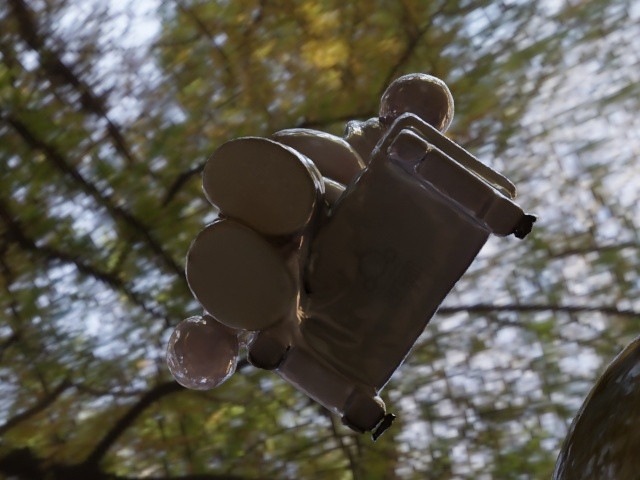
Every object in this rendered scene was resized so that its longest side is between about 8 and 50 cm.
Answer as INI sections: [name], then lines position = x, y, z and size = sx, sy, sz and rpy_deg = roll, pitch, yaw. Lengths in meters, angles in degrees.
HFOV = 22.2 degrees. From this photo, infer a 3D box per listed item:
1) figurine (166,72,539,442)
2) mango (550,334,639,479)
[figurine]
position = 0.011, 0.000, 0.815
size = 0.144, 0.256, 0.182
rpy_deg = 15, -85, -3
[mango]
position = 0.170, 0.075, 0.394
size = 0.193, 0.316, 0.146
rpy_deg = -36, -77, -20
